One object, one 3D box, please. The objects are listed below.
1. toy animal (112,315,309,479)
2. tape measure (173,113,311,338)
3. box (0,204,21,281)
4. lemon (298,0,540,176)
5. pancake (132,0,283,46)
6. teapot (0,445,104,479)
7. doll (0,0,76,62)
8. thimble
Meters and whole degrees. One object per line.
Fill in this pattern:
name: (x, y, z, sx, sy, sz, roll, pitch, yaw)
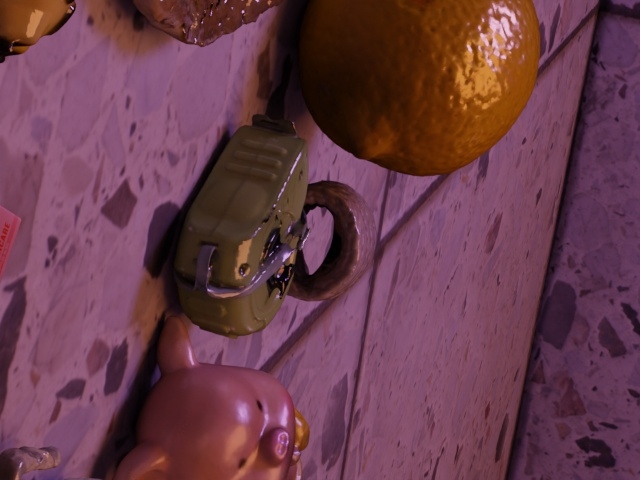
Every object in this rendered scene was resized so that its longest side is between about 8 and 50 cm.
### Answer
toy animal: (-0.083, 0.196, 1.498, 0.248, 0.149, 0.165, 69, 22, -53)
tape measure: (-0.066, 0.007, 1.476, 0.154, 0.087, 0.177, 88, 25, -48)
box: (-0.230, 0.028, 1.011, 0.089, 0.043, 0.125, 43, 63, -72)
lemon: (0.092, -0.174, 1.608, 0.253, 0.228, 0.228, -52, 152, -52)
pancake: (-0.036, -0.319, 1.234, 0.387, 0.082, 0.387, -60, 168, -22)
teapot: (-0.195, 0.200, 1.231, 0.200, 0.077, 0.107, 14, 88, -74)
doll: (-0.147, -0.244, 0.978, 0.117, 0.086, 0.291, 5, -101, 65)
thimble: (0.000, 0.000, 1.673, 0.115, 0.102, 0.090, -64, 169, 11)
